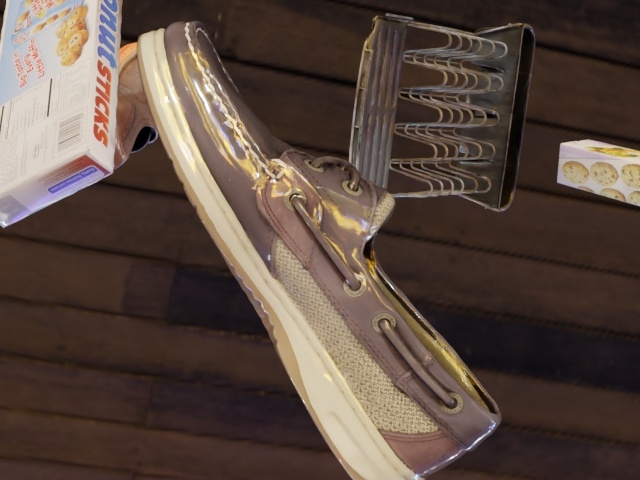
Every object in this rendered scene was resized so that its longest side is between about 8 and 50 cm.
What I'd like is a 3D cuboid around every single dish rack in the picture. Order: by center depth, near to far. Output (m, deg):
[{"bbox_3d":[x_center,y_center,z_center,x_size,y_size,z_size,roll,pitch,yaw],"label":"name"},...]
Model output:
[{"bbox_3d":[0.127,-0.133,1.180,0.074,0.271,0.208,11,100,34],"label":"dish rack"}]

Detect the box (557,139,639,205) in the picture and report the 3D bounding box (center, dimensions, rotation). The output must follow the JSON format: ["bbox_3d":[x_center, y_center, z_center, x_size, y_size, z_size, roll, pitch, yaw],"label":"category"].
[{"bbox_3d":[0.468,-0.084,1.590,0.063,0.324,0.067,-10,110,-30],"label":"box"}]

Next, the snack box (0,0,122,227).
[{"bbox_3d":[-0.127,-0.089,0.544,0.064,0.178,0.022,-24,137,21],"label":"snack box"}]

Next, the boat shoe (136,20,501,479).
[{"bbox_3d":[0.000,0.000,0.608,0.092,0.103,0.285,-29,88,8],"label":"boat shoe"}]

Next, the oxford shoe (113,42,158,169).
[{"bbox_3d":[-0.297,-0.189,1.614,0.130,0.364,0.133,-29,106,13],"label":"oxford shoe"}]
